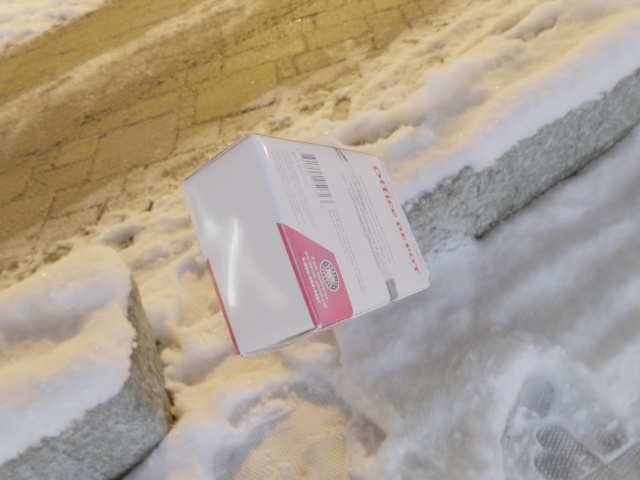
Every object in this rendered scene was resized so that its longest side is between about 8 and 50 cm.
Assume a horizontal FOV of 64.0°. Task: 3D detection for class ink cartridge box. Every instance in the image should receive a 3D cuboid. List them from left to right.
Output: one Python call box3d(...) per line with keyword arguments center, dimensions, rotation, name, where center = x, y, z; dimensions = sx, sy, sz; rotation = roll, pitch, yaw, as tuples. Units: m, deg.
box3d(center=(0.000, 0.000, 0.621), dimensions=(0.117, 0.283, 0.207), rotation=(-27, 79, 31), name="ink cartridge box")
